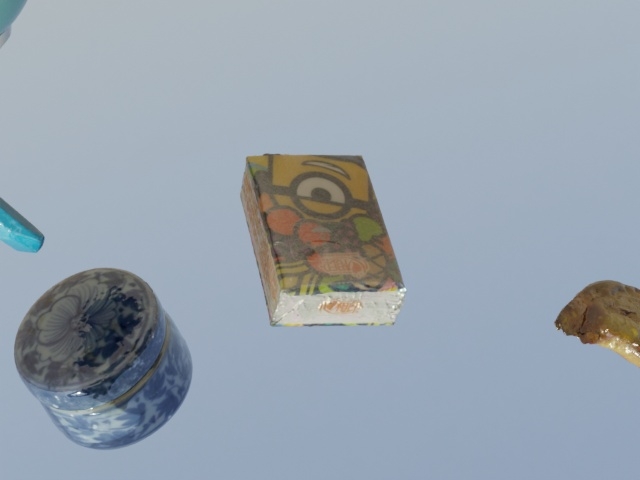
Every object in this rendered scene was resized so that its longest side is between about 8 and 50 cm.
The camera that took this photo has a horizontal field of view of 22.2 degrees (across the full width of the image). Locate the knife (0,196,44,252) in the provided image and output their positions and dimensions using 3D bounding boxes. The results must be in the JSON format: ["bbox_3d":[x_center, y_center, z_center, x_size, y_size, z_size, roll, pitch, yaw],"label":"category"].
[{"bbox_3d":[-0.304,-0.083,1.128,0.044,0.296,0.026,-22,-143,37],"label":"knife"}]

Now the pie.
[{"bbox_3d":[0.274,0.076,1.367,0.033,0.191,0.088,-41,-149,40],"label":"pie"}]

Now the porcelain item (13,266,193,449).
[{"bbox_3d":[-0.203,0.107,1.516,0.147,0.114,0.147,-11,-130,13],"label":"porcelain item"}]

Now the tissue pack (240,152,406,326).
[{"bbox_3d":[0.000,0.000,1.333,0.109,0.060,0.148,-2,-130,-18],"label":"tissue pack"}]

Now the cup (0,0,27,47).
[{"bbox_3d":[-0.318,-0.244,1.408,0.300,0.173,0.167,1,-130,-14],"label":"cup"}]
